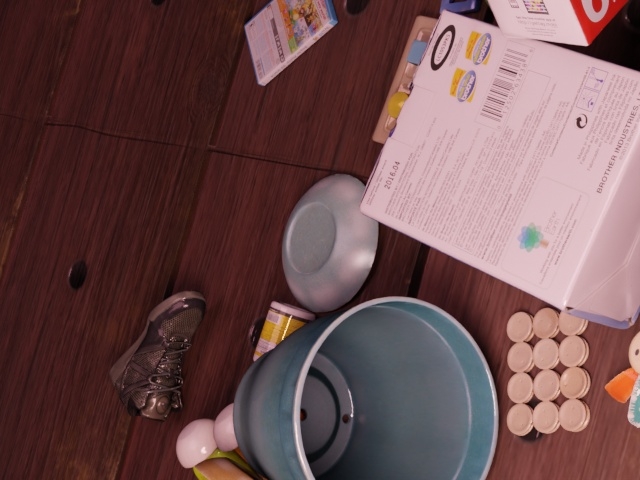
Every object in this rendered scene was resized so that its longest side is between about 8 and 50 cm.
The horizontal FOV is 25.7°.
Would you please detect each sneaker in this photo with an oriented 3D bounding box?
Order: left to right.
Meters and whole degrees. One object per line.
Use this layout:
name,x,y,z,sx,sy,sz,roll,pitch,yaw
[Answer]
sneaker,-0.224,0.181,2.067,0.227,0.087,0.130,-51,48,26

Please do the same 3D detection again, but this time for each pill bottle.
pill bottle,-0.054,0.146,1.912,0.065,0.065,0.116,20,92,48

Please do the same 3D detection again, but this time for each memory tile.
memory tile,0.262,0.150,1.616,0.113,0.012,0.148,-14,66,43

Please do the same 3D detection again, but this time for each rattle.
rattle,0.352,0.110,1.448,0.199,0.142,0.130,-32,73,28

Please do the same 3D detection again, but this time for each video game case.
video game case,-0.047,-0.325,2.105,0.166,0.015,0.119,-37,52,33

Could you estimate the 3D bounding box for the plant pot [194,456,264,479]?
plant pot,-0.043,0.321,1.649,0.236,0.236,0.032,27,79,48

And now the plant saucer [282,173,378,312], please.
plant saucer,0.000,0.000,1.917,0.195,0.037,0.195,-17,67,45

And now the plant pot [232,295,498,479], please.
plant pot,0.027,0.210,1.674,0.255,0.271,0.272,-11,68,59

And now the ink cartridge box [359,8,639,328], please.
ink cartridge box,0.223,-0.099,1.625,0.395,0.151,0.270,27,96,42

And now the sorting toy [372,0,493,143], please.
sorting toy,0.150,-0.198,1.829,0.196,0.047,0.348,22,93,48

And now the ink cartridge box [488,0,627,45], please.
ink cartridge box,0.281,-0.413,1.510,0.130,0.272,0.309,16,57,48

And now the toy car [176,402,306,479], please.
toy car,-0.088,0.273,1.865,0.182,0.159,0.136,-28,23,38
